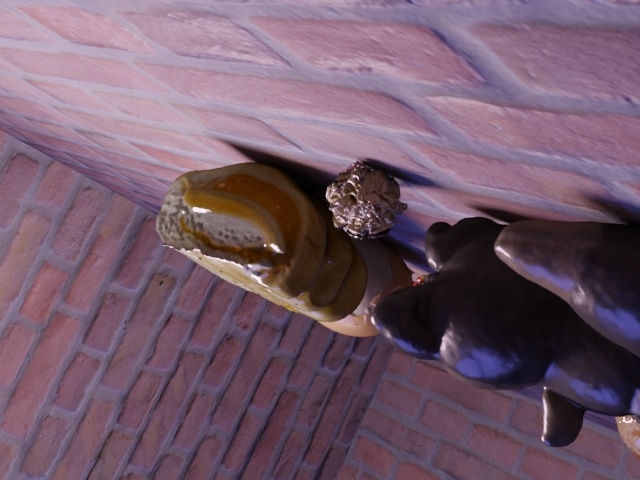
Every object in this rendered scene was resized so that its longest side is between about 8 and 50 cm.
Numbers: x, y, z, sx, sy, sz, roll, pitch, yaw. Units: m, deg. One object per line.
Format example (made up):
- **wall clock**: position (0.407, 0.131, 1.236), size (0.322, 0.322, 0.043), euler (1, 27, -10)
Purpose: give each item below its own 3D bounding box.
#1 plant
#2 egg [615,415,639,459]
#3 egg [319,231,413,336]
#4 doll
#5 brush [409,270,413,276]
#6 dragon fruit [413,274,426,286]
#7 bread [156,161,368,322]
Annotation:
- **plant**: position (0.073, -0.053, 1.364), size (0.116, 0.104, 0.122), euler (45, -153, 24)
- **egg**: position (0.601, 0.298, 1.647), size (0.233, 0.195, 0.195), euler (-6, -171, -28)
- **egg**: position (0.079, 0.091, 1.915), size (0.201, 0.201, 0.244), euler (18, 173, 46)
- **doll**: position (0.278, 0.058, 1.202), size (0.382, 0.252, 0.379), euler (21, 140, 10)
- **brush**: position (0.105, 0.033, 2.160), size (0.205, 0.011, 0.083), euler (21, 173, 34)
- **dragon fruit**: position (0.224, 0.166, 2.135), size (0.166, 0.160, 0.172), euler (4, 154, 16)
- **bread**: position (-0.067, 0.001, 1.702), size (0.300, 0.210, 0.341), euler (20, 169, 42)
